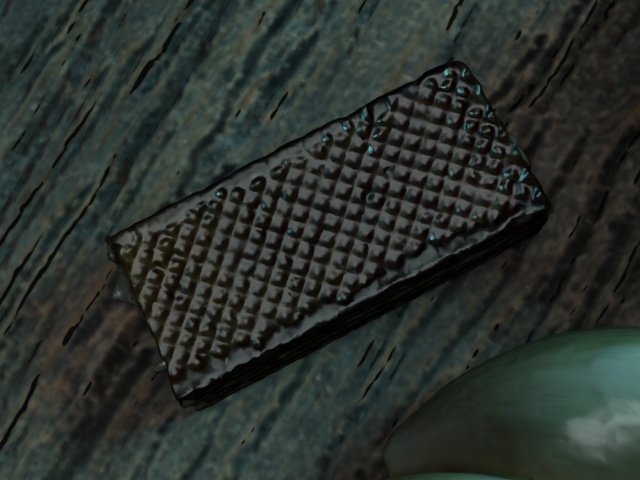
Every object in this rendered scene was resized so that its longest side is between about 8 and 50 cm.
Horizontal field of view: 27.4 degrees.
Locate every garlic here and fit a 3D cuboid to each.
[{"bbox_3d":[0.152,0.176,0.680,0.325,0.132,0.279,28,73,4],"label":"garlic"}]

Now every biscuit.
[{"bbox_3d":[0.000,0.000,0.755,0.252,0.070,0.106,-27,76,-2],"label":"biscuit"}]
